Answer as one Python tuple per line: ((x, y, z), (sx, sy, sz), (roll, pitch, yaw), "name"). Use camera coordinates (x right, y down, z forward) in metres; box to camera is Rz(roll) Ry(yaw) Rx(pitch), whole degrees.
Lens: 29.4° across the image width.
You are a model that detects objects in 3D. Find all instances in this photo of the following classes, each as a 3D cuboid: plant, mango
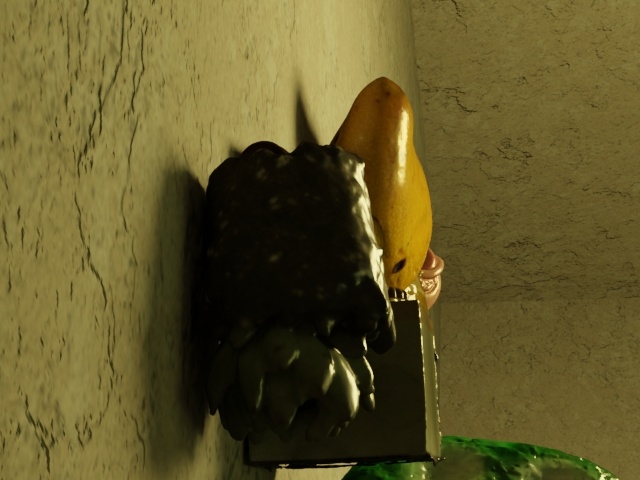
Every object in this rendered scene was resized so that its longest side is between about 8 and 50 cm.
((-0.015, 0.041, 0.818), (0.132, 0.129, 0.194), (59, 27, -73), "plant")
((0.054, -0.046, 1.350), (0.295, 0.120, 0.177), (74, 24, -52), "mango")

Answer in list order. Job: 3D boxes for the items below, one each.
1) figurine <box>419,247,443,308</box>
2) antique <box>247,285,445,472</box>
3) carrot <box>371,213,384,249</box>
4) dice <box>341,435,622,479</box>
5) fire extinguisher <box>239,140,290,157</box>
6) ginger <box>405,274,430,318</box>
((0.112, 0.057, 1.722), (0.114, 0.126, 0.157), (45, 4, 7), "figurine")
((0.022, 0.114, 0.997), (0.152, 0.146, 0.148), (50, 35, -76), "antique")
((0.000, 0.000, 1.024), (0.173, 0.082, 0.082), (14, 73, -70), "carrot")
((0.134, 0.363, 1.052), (0.297, 0.287, 0.300), (-70, 167, -51), "dice")
((-0.033, -0.051, 1.013), (0.064, 0.043, 0.158), (-62, 171, 1), "fire extinguisher")
((0.092, 0.111, 1.581), (0.116, 0.109, 0.263), (-4, 91, -75), "ginger")
